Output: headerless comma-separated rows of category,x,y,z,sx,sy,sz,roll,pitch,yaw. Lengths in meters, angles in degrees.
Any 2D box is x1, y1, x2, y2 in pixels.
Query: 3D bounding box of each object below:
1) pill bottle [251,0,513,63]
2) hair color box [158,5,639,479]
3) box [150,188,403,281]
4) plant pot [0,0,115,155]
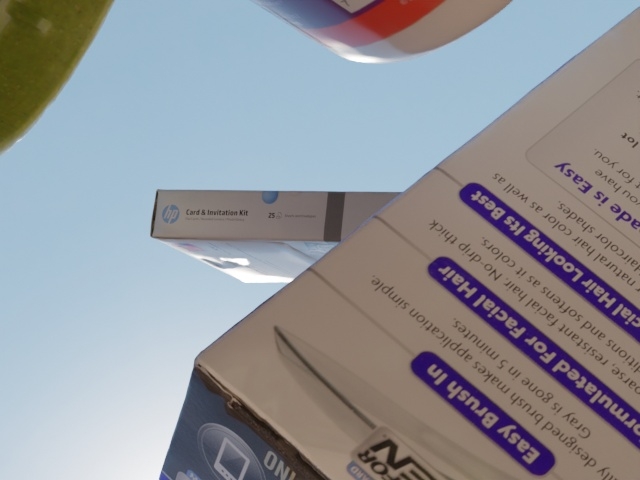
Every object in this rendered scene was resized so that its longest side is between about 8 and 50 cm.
pill bottle,-0.052,-0.211,0.643,0.323,0.181,0.181,30,-89,-30
hair color box,0.114,0.046,0.753,0.339,0.185,0.110,-37,-20,-36
box,0.000,0.000,1.199,0.145,0.186,0.038,29,-116,-62
plant pot,-0.248,-0.218,0.974,0.276,0.254,0.276,-63,-6,-12
